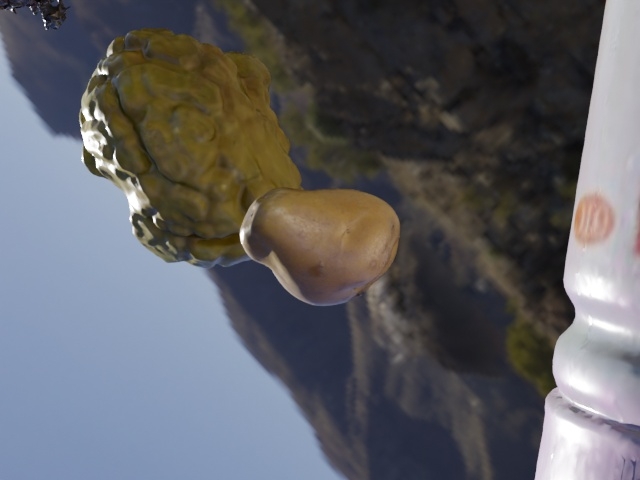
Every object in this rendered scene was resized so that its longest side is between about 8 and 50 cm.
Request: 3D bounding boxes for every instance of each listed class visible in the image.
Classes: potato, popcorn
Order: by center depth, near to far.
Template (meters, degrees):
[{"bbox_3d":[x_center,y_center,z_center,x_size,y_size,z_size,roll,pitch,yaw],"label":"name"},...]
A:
[{"bbox_3d":[0.000,0.000,0.736,0.083,0.068,0.062,28,-159,-15],"label":"potato"},{"bbox_3d":[-0.106,-0.096,1.297,0.226,0.203,0.200,31,142,15],"label":"popcorn"}]

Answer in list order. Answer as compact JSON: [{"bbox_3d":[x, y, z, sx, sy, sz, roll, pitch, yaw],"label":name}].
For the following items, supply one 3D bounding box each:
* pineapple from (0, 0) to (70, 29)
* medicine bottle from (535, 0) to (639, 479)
[{"bbox_3d":[-0.181,-0.224,0.796,0.083,0.103,0.221,-149,41,-76],"label":"pineapple"},{"bbox_3d":[0.190,-0.010,0.494,0.202,0.315,0.202,7,-177,0],"label":"medicine bottle"}]
